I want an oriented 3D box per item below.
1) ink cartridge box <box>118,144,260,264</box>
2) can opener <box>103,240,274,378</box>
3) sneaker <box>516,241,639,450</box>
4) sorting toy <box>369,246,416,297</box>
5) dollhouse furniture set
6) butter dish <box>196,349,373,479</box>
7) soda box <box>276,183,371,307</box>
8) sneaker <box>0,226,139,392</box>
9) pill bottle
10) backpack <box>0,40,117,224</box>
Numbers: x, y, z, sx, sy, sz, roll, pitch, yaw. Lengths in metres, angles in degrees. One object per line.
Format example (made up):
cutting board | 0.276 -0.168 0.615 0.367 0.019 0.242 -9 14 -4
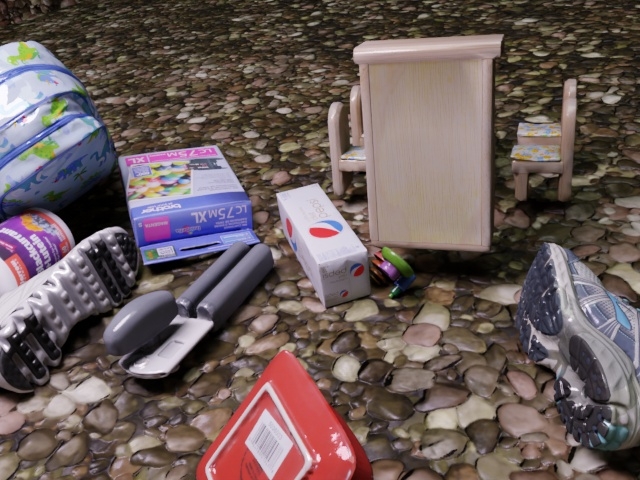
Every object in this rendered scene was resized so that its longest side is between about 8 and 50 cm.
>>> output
ink cartridge box | -0.227 -0.072 1.108 0.185 0.065 0.311 -10 33 -17
can opener | -0.152 0.075 0.851 0.074 0.093 0.280 8 30 26
sneaker | 0.293 0.107 0.699 0.122 0.110 0.283 9 34 -6
sorting toy | 0.089 0.043 0.866 0.042 0.061 0.102 -47 0 -4
dollhouse furniture set | 0.184 -0.184 0.972 0.361 0.257 0.394 3 25 18
butter dish | -0.015 0.208 0.581 0.160 0.118 0.160 -55 35 9
soda box | 0.000 0.000 0.940 0.069 0.074 0.216 -15 32 -11
sneaker | -0.354 0.074 0.886 0.118 0.110 0.292 -2 31 28
pill bottle | -0.447 0.039 0.937 0.108 0.108 0.193 4 28 19
backpack | -0.466 -0.158 1.058 0.290 0.356 0.273 -34 71 -20
